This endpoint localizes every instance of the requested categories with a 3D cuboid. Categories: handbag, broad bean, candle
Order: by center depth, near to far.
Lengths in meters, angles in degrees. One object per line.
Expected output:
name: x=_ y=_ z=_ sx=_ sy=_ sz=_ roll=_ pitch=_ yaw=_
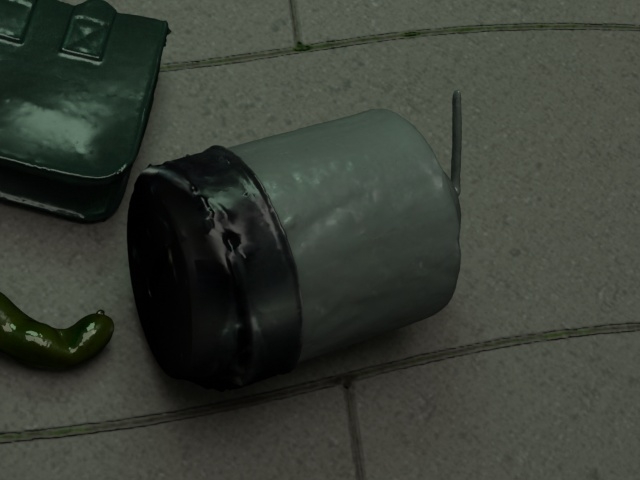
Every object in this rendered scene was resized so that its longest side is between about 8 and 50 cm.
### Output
broad bean: x=-0.296 y=0.073 z=1.312 sx=0.214 sy=0.048 sz=0.070 roll=12 pitch=57 yaw=-9
candle: x=0.000 y=0.000 z=1.342 sx=0.342 sy=0.221 sz=0.221 roll=-15 pitch=65 yaw=-25
handbag: x=-0.328 y=-0.159 z=1.424 sx=0.326 sy=0.089 sz=0.238 roll=14 pitch=56 yaw=-6
